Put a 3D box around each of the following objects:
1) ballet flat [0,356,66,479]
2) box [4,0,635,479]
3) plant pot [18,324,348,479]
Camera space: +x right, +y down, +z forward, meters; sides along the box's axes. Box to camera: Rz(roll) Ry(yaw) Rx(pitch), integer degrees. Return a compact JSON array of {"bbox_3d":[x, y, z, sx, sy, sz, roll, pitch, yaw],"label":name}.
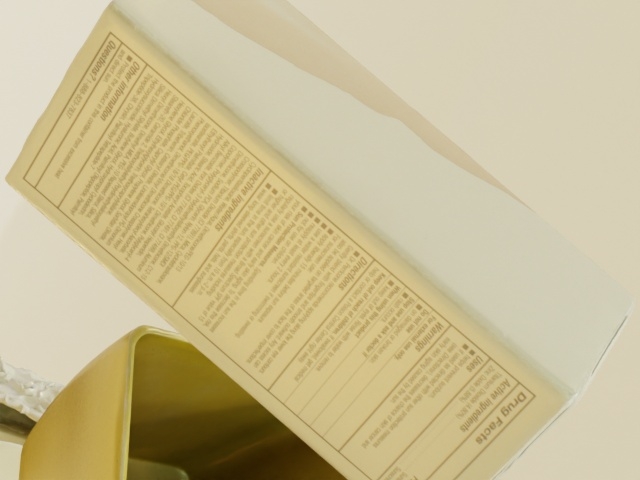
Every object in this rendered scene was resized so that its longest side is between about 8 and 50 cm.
[{"bbox_3d":[-0.317,0.135,1.356,0.409,0.147,0.147,16,-92,0],"label":"ballet flat"},{"bbox_3d":[0.000,0.000,0.948,0.311,0.121,0.148,42,-54,3],"label":"box"},{"bbox_3d":[-0.095,0.194,1.138,0.187,0.212,0.212,-20,-119,47],"label":"plant pot"}]
